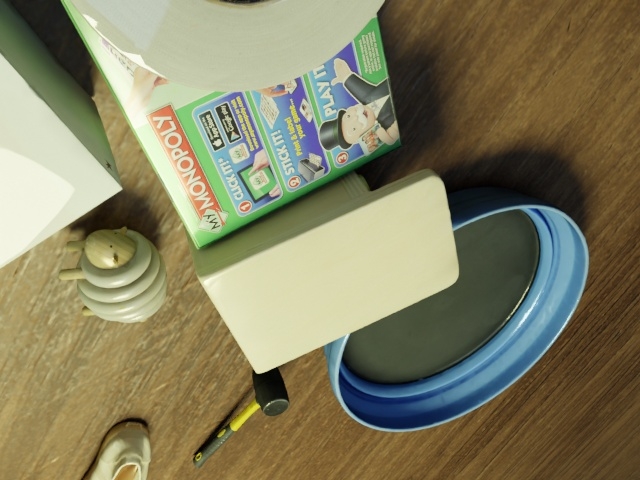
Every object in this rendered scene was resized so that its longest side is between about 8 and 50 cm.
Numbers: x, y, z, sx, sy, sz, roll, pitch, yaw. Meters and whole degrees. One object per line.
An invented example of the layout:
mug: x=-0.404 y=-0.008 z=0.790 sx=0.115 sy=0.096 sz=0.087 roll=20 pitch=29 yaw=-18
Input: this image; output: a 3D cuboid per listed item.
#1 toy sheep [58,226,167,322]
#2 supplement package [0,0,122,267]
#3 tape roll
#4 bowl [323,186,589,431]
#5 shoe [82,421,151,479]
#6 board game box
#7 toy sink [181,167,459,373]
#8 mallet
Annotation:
toy sheep: x=-0.189 y=0.037 z=0.579 sx=0.091 sy=0.091 sz=0.132 roll=-22 pitch=146 yaw=-12
supplement package: x=-0.280 y=-0.078 z=0.393 sx=0.203 sy=0.149 sz=0.194 roll=-33 pitch=133 yaw=-2
tape roll: x=-0.053 y=-0.202 z=0.351 sx=0.219 sy=0.072 sz=0.219 roll=-16 pitch=131 yaw=-19
bowl: x=0.182 y=0.099 z=0.833 sx=0.391 sy=0.077 sz=0.391 roll=-15 pitch=130 yaw=-18
shoe: x=-0.267 y=0.325 z=0.773 sx=0.076 sy=0.058 sz=0.219 roll=7 pitch=120 yaw=-32
board game box: x=-0.062 y=-0.161 z=0.459 sx=0.213 sy=0.046 sz=0.317 roll=-27 pitch=133 yaw=-8
toy sink: x=0.000 y=0.000 z=0.620 sx=0.234 sy=0.131 sz=0.153 roll=-25 pitch=133 yaw=-3
mallet: x=-0.113 y=0.234 z=0.810 sx=0.039 sy=0.062 sz=0.189 roll=25 pitch=125 yaw=-38
